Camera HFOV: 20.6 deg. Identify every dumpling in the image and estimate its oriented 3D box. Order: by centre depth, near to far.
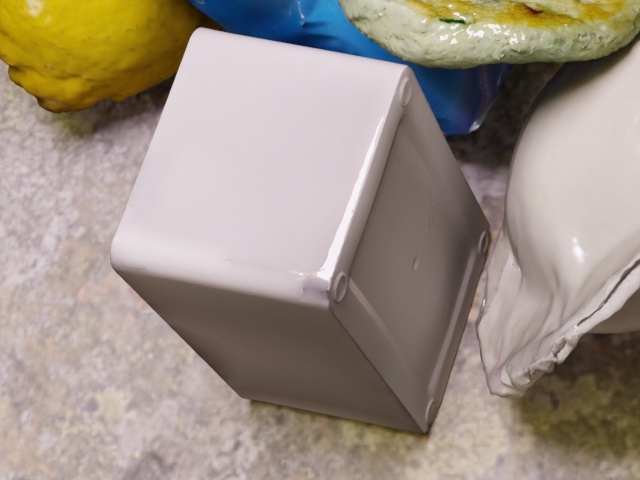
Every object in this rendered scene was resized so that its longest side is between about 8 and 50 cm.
[{"bbox_3d":[0.224,-0.060,1.020,0.341,0.260,0.181,-25,87,-8],"label":"dumpling"}]

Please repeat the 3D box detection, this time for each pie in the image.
[{"bbox_3d":[0.101,-0.147,1.017,0.186,0.041,0.187,0,34,0],"label":"pie"}]

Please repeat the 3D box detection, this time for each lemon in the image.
[{"bbox_3d":[-0.152,-0.215,1.258,0.204,0.204,0.260,17,86,26],"label":"lemon"}]

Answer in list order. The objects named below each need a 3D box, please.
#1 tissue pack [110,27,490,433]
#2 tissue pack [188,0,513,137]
[{"bbox_3d":[0.000,0.001,1.076,0.136,0.246,0.159,11,69,23],"label":"tissue pack"},{"bbox_3d":[0.019,-0.212,1.149,0.198,0.263,0.146,-60,21,-14],"label":"tissue pack"}]
